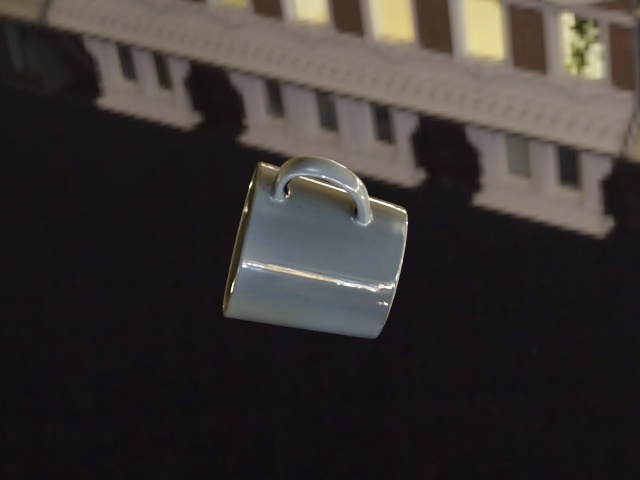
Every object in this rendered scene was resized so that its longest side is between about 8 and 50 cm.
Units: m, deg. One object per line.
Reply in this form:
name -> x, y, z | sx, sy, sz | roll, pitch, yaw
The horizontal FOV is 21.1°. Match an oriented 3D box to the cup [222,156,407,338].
cup -> 0.000, 0.000, 0.835 | 0.077, 0.100, 0.078 | 13, -132, -5
